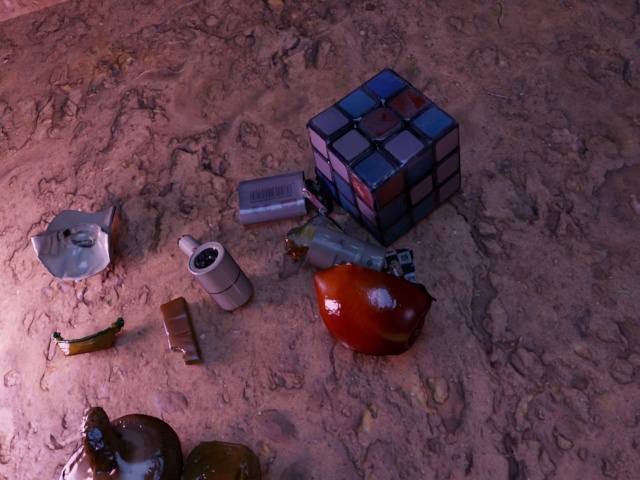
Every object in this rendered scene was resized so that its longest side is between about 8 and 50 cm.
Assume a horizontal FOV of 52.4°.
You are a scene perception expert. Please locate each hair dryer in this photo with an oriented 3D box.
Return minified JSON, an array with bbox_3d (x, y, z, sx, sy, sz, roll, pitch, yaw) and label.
[{"bbox_3d":[-0.373,0.062,2.079,0.128,0.203,0.362,-42,44,-12],"label":"hair dryer"}]

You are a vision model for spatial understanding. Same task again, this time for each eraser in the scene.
[{"bbox_3d":[-0.159,-0.145,2.206,0.226,0.081,0.174,-10,54,6],"label":"eraser"}]

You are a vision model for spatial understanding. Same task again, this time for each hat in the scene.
[{"bbox_3d":[-0.807,-0.001,2.222,0.257,0.168,0.301,-1,34,2],"label":"hat"}]

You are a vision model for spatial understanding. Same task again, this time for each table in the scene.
[{"bbox_3d":[0.076,0.046,1.939,0.219,0.126,0.126,21,64,2],"label":"table"}]

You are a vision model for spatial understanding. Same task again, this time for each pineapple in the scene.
[{"bbox_3d":[0.000,0.000,2.085,0.236,0.114,0.186,1,58,0],"label":"pineapple"}]

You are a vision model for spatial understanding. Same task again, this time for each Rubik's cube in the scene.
[{"bbox_3d":[0.207,-0.255,2.046,0.363,0.362,0.359,-34,57,-12],"label":"Rubik's cube"}]

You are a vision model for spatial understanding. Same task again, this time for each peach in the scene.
[{"bbox_3d":[0.123,0.205,1.833,0.361,0.258,0.201,18,63,13],"label":"peach"}]

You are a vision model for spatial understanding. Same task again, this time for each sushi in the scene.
[{"bbox_3d":[0.191,0.105,2.011,0.210,0.040,0.193,-7,58,7],"label":"sushi"}]

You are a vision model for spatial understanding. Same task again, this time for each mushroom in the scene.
[{"bbox_3d":[-0.525,0.627,1.737,0.345,0.239,0.345,-9,72,31],"label":"mushroom"}]

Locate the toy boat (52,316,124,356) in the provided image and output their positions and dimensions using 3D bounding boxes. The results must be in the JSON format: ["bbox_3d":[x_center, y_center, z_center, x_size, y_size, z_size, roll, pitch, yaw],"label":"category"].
[{"bbox_3d":[-0.722,0.304,2.034,0.229,0.089,0.088,-11,78,-5],"label":"toy boat"}]

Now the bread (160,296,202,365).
[{"bbox_3d":[-0.431,0.287,2.014,0.088,0.049,0.226,-20,59,-2],"label":"bread"}]

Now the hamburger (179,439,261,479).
[{"bbox_3d":[-0.249,0.658,1.674,0.211,0.132,0.309,-7,46,21],"label":"hamburger"}]

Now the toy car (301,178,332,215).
[{"bbox_3d":[-0.005,-0.145,2.149,0.055,0.142,0.069,-33,23,33],"label":"toy car"}]
